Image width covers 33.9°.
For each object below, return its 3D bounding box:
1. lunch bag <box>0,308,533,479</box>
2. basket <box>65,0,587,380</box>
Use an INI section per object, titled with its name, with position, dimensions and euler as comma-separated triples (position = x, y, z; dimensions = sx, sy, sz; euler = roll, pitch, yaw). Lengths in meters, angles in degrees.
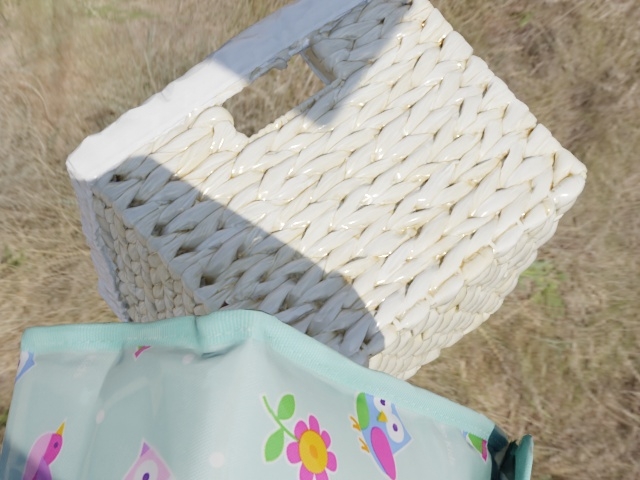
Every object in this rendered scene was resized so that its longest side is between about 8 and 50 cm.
[lunch bag]
position = -0.004, 0.168, 0.428
dimensions = 0.262, 0.160, 0.223
euler = 30, 61, -44
[basket]
position = 0.000, 0.000, 0.919
dimensions = 0.328, 0.331, 0.266
euler = -36, 76, -18
